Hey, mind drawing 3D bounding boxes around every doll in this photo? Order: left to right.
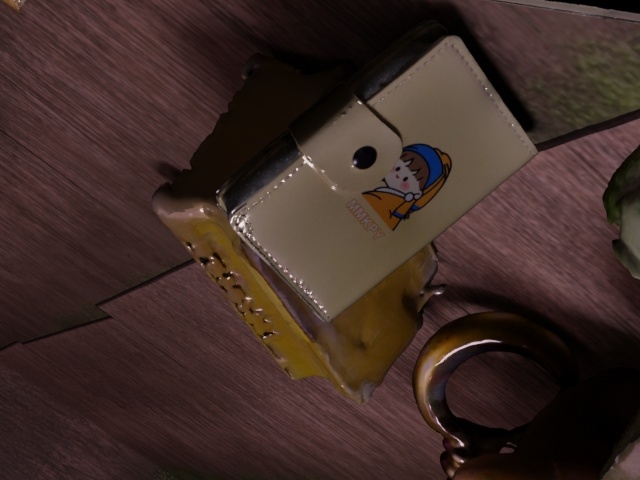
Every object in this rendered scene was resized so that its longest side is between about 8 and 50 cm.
[{"bbox_3d":[0.181,0.245,0.816,0.318,0.209,0.340,24,133,19],"label":"doll"}]

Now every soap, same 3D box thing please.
[{"bbox_3d":[-0.001,0.000,0.718,0.076,0.135,0.233,15,153,35],"label":"soap"}]

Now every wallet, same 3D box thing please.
[{"bbox_3d":[0.029,-0.037,0.589,0.110,0.155,0.039,47,-174,-35],"label":"wallet"}]

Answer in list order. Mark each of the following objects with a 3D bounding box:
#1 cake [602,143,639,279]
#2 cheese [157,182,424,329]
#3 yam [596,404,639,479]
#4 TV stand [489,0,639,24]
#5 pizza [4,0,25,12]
[{"bbox_3d":[0.203,-0.027,0.373,0.100,0.235,0.099,50,127,23],"label":"cake"},{"bbox_3d":[-0.034,0.025,0.927,0.251,0.054,0.127,32,155,-1],"label":"cheese"},{"bbox_3d":[0.299,0.138,0.599,0.268,0.161,0.161,26,157,8],"label":"yam"},{"bbox_3d":[0.112,-0.120,0.452,0.249,0.036,0.042,17,156,31],"label":"TV stand"},{"bbox_3d":[-0.229,-0.206,0.725,0.108,0.026,0.123,-1,141,49],"label":"pizza"}]
